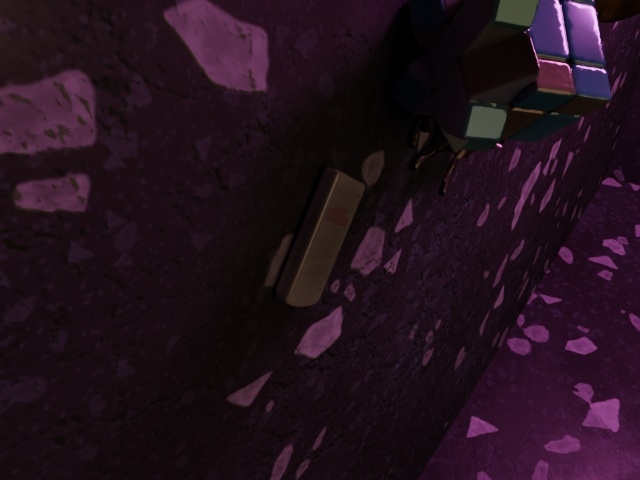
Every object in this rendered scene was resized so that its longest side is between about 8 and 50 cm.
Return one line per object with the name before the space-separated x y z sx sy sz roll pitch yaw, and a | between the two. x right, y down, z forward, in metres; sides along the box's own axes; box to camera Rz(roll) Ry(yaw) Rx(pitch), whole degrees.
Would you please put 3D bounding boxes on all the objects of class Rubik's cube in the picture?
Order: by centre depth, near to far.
Rubik's cube | 0.226 -0.249 0.652 0.213 0.224 0.265 1 77 -17

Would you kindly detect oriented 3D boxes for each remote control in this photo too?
remote control | 0.000 0.000 0.667 0.087 0.029 0.190 13 99 -58

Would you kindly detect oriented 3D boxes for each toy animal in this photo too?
toy animal | 0.255 -0.199 0.861 0.260 0.087 0.243 -46 145 -23

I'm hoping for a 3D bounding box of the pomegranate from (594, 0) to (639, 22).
pomegranate | 0.456 -0.490 0.786 0.281 0.281 0.281 -35 137 -40
